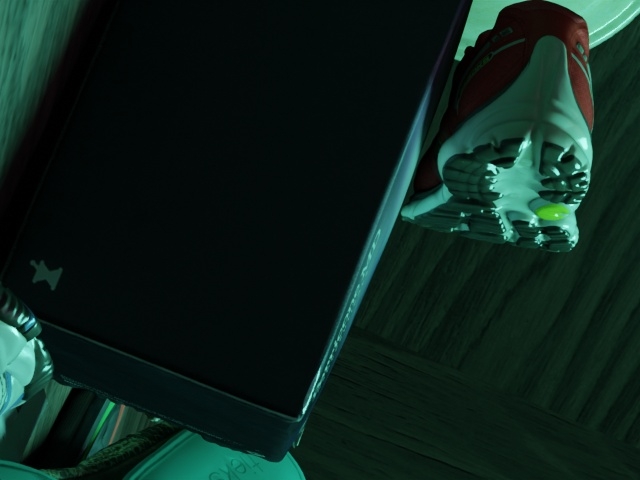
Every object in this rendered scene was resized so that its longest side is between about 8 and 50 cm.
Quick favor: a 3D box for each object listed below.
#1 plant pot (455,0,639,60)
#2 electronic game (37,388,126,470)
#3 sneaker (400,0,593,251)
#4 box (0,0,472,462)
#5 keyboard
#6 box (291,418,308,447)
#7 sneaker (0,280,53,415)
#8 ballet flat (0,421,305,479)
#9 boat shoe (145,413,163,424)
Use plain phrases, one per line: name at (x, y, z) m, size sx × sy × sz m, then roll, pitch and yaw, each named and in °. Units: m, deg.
plant pot at (0.146, -0.331, 1.679) m, size 0.334 × 0.334 × 0.305 m, roll -67°, pitch 168°, yaw 3°
electronic game at (-0.210, 0.206, 1.661) m, size 0.229 × 0.048 × 0.229 m, roll 23°, pitch 90°, yaw -88°
sneaker at (0.116, -0.066, 1.159) m, size 0.279 × 0.107 × 0.118 m, roll 118°, pitch -17°, yaw -77°
box at (-0.042, -0.042, 1.145) m, size 0.294 × 0.183 × 0.296 m, roll 101°, pitch 10°, yaw -79°
keyboard at (-0.200, 0.111, 1.281) m, size 0.256 × 0.014 × 0.072 m, roll 109°, pitch -1°, yaw -74°
box at (0.000, 0.000, 1.642) m, size 0.293 × 0.073 × 0.295 m, roll 85°, pitch 25°, yaw -71°
sneaker at (-0.159, 0.044, 0.775) m, size 0.081 × 0.080 × 0.211 m, roll -44°, pitch 174°, yaw -10°
ballet flat at (-0.151, 0.215, 1.194) m, size 0.182 × 0.164 × 0.483 m, roll -44°, pitch 169°, yaw 14°
boat shoe at (-0.108, 0.041, 1.857) m, size 0.116 × 0.097 × 0.324 m, roll 52°, pitch -56°, yaw 46°
